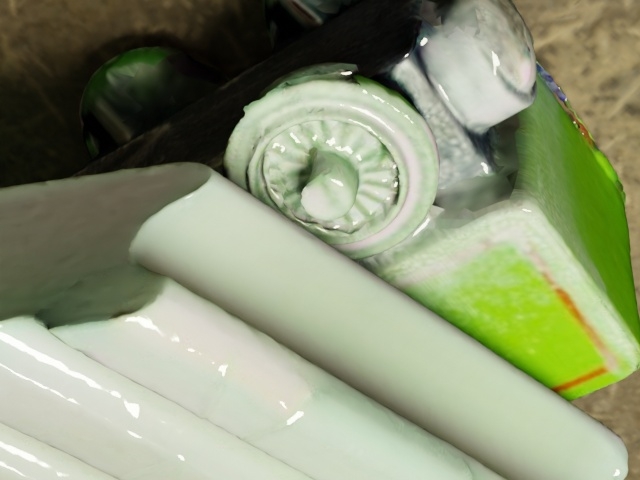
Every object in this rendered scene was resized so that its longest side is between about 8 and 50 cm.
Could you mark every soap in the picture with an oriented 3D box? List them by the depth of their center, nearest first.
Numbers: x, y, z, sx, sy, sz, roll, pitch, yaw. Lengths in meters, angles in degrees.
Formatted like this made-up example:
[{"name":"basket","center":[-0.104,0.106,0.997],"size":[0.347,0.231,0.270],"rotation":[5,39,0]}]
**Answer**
[{"name":"soap","center":[-0.044,0.098,0.653],"size":[0.347,0.115,0.208],"rotation":[33,126,-26]}]

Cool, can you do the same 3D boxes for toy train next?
[{"name":"toy train","center":[0.000,0.000,0.750],"size":[0.307,0.173,0.249],"rotation":[-26,121,24]}]
